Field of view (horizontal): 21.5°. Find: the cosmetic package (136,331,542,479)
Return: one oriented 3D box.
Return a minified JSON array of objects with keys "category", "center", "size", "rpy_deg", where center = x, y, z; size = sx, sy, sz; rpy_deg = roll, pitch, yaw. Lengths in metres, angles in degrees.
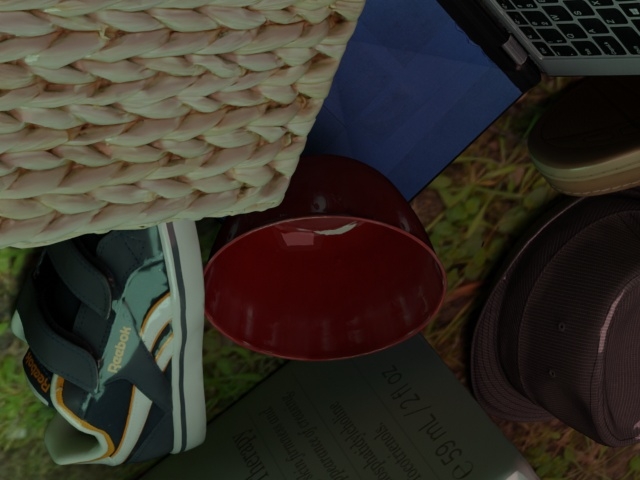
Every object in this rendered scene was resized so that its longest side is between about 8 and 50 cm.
[{"category":"cosmetic package","center":[0.028,0.326,1.352],"size":[0.393,0.329,0.327],"rpy_deg":[-37,116,-1]}]

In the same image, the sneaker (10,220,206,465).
[{"category":"sneaker","center":[-0.158,0.049,1.232],"size":[0.127,0.126,0.321],"rpy_deg":[-16,130,-19]}]

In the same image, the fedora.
[{"category":"fedora","center":[0.264,0.086,1.497],"size":[0.243,0.124,0.275],"rpy_deg":[-3,123,-27]}]

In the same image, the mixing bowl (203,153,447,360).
[{"category":"mixing bowl","center":[0.000,0.000,1.252],"size":[0.181,0.098,0.181],"rpy_deg":[-2,143,-1]}]

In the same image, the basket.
[{"category":"basket","center":[-0.179,-0.181,0.890],"size":[0.331,0.328,0.266],"rpy_deg":[-10,131,-45]}]

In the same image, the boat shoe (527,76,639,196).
[{"category":"boat shoe","center":[0.330,-0.096,1.409],"size":[0.341,0.122,0.110],"rpy_deg":[-20,128,-17]}]

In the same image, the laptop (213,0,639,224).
[{"category":"laptop","center":[0.076,-0.135,1.174],"size":[0.382,0.408,0.236],"rpy_deg":[40,64,-42]}]
